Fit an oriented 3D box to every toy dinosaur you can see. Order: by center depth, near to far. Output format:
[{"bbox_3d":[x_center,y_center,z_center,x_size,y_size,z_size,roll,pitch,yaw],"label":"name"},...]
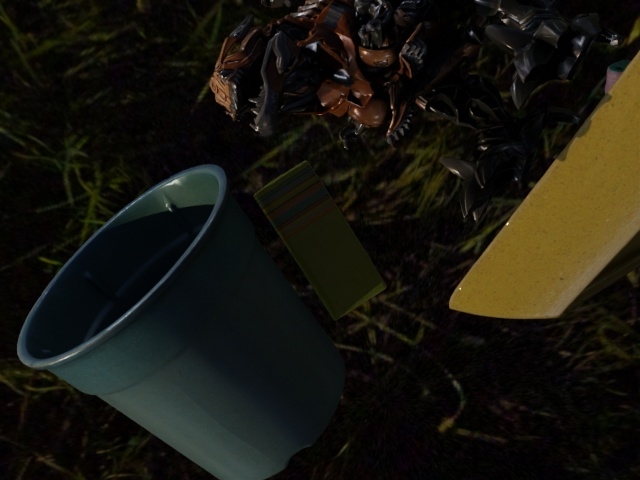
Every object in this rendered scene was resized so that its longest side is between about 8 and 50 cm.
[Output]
[{"bbox_3d":[0.084,-0.157,0.541,0.322,0.164,0.218,-41,65,-7],"label":"toy dinosaur"}]

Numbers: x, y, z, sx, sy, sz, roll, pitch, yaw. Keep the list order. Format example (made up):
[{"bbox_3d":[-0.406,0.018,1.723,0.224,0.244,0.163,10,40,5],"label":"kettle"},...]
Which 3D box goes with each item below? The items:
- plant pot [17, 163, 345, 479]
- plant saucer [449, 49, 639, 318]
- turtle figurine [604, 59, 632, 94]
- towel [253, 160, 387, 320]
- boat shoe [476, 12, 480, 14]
[{"bbox_3d":[-0.159,0.135,1.014,0.341,0.341,0.334,-41,116,-4],"label":"plant pot"},{"bbox_3d":[0.312,-0.059,0.695,0.333,0.332,0.081,-19,59,-42],"label":"plant saucer"},{"bbox_3d":[0.396,-0.102,0.964,0.175,0.234,0.118,31,48,34],"label":"turtle figurine"},{"bbox_3d":[0.000,0.000,1.160,0.102,0.021,0.237,-32,94,4],"label":"towel"},{"bbox_3d":[0.175,-0.361,1.057,0.183,0.066,0.066,8,44,3],"label":"boat shoe"}]
